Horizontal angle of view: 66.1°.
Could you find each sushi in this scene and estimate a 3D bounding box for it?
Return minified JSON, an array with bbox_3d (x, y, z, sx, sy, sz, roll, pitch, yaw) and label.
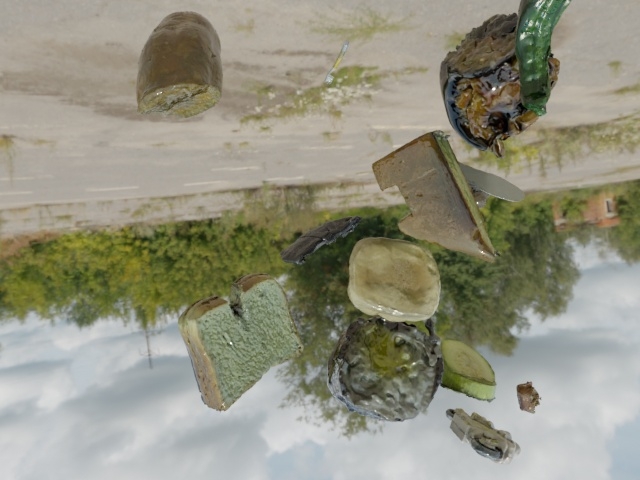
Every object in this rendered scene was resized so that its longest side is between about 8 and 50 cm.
[{"bbox_3d":[0.178,0.363,1.390,0.300,0.281,0.294,8,159,-1],"label":"sushi"},{"bbox_3d":[0.568,0.426,1.338,0.060,0.118,0.061,-11,-137,16],"label":"sushi"},{"bbox_3d":[0.338,-0.292,0.940,0.213,0.204,0.200,-35,-154,18],"label":"sushi"}]

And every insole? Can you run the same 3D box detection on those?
[{"bbox_3d":[0.302,-0.122,0.953,0.197,0.004,0.065,25,-132,7],"label":"insole"}]

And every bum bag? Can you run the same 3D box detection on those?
[{"bbox_3d":[0.000,0.000,1.012,0.198,0.049,0.087,-32,-159,-29],"label":"bum bag"}]

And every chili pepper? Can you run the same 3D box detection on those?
[{"bbox_3d":[0.304,-0.308,0.622,0.065,0.278,0.122,-10,-140,-32],"label":"chili pepper"}]

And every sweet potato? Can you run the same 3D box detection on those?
[{"bbox_3d":[-0.274,-0.366,0.980,0.158,0.369,0.157,-5,141,-4],"label":"sweet potato"}]

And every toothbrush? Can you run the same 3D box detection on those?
[{"bbox_3d":[0.049,-0.513,1.430,0.024,0.021,0.288,30,174,-8],"label":"toothbrush"}]

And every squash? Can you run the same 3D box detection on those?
[{"bbox_3d":[0.469,0.422,1.570,0.220,0.133,0.220,21,-173,-3],"label":"squash"}]

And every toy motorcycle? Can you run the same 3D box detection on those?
[{"bbox_3d":[0.568,0.673,1.691,0.223,0.107,0.341,19,-179,-8],"label":"toy motorcycle"}]

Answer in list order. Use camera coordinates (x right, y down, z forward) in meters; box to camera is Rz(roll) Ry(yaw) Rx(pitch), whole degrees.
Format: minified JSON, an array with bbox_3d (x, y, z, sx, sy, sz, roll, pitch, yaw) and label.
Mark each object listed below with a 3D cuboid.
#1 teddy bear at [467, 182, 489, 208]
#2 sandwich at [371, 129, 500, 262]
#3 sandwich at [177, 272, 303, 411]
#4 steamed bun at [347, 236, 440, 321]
[{"bbox_3d":[0.374,-0.097,1.383,0.177,0.190,0.140,-23,129,41],"label":"teddy bear"},{"bbox_3d":[0.205,-0.061,0.845,0.128,0.235,0.122,-24,-178,33],"label":"sandwich"},{"bbox_3d":[-0.186,0.221,1.168,0.095,0.248,0.273,-4,-162,46],"label":"sandwich"},{"bbox_3d":[0.123,0.082,0.924,0.172,0.140,0.155,13,161,-6],"label":"steamed bun"}]
